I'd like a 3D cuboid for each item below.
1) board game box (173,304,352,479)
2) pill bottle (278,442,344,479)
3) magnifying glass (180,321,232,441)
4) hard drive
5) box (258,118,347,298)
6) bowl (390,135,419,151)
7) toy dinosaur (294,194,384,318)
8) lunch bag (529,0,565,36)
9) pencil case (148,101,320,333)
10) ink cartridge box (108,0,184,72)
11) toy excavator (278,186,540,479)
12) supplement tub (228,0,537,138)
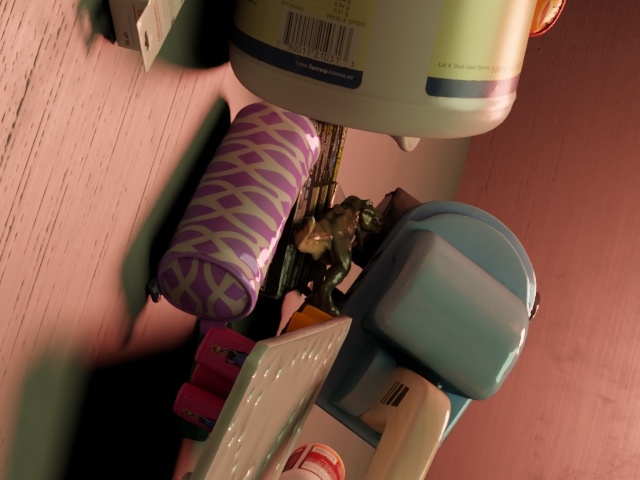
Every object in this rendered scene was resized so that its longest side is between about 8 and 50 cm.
[{"bbox_3d":[-0.105,0.239,1.077,0.390,0.050,0.390,-64,170,4],"label":"board game box"},{"bbox_3d":[-0.022,0.344,1.775,0.152,0.086,0.086,-41,144,-71],"label":"pill bottle"},{"bbox_3d":[-0.096,0.083,1.188,0.092,0.026,0.231,-56,157,-62],"label":"magnifying glass"},{"bbox_3d":[0.000,0.000,1.600,0.094,0.022,0.135,59,46,-76],"label":"hard drive"},{"bbox_3d":[-0.023,-0.042,1.359,0.184,0.045,0.191,-30,133,-79],"label":"box"},{"bbox_3d":[0.061,-0.245,1.280,0.298,0.134,0.298,14,90,-80],"label":"bowl"},{"bbox_3d":[0.009,0.019,1.327,0.268,0.064,0.118,-26,121,-75],"label":"toy dinosaur"},{"bbox_3d":[0.209,-0.418,1.602,0.120,0.258,0.293,40,-68,62],"label":"lunch bag"},{"bbox_3d":[-0.062,-0.022,1.047,0.088,0.086,0.206,72,31,-42],"label":"pencil case"},{"bbox_3d":[-0.107,-0.150,0.793,0.048,0.028,0.083,89,18,-56],"label":"ink cartridge box"},{"bbox_3d":[0.089,0.143,1.341,0.433,0.222,0.445,-53,-174,-10],"label":"toy excavator"},{"bbox_3d":[0.065,-0.262,0.988,0.235,0.235,0.325,-49,151,-69],"label":"supplement tub"}]
